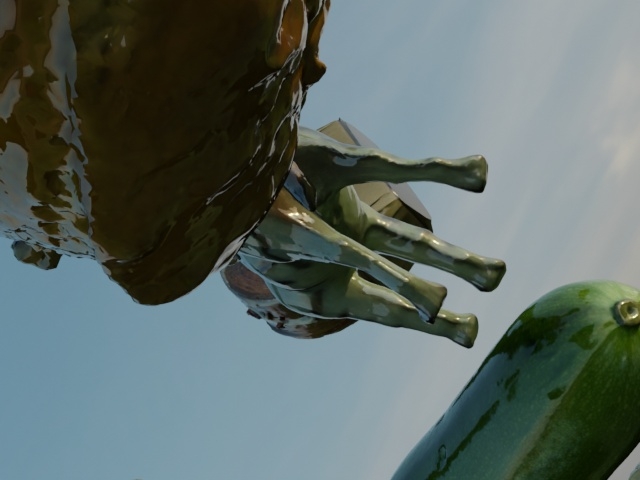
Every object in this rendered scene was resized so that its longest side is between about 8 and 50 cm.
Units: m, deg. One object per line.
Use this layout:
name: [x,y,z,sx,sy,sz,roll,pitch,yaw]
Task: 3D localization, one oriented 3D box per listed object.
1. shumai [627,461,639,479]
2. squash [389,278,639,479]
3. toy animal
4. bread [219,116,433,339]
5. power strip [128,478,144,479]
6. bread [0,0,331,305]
shumai: [0.379,0.187,0.867,0.288,0.330,0.292,96,-168,-66]
squash: [0.100,0.142,0.781,0.101,0.101,0.378,-40,-16,-40]
toy animal: [0.016,0.007,0.735,0.255,0.170,0.090,108,-178,-74]
bread: [-0.001,-0.002,1.392,0.212,0.224,0.142,-43,-45,9]
power strip: [-0.202,0.216,0.992,0.227,0.080,0.029,-6,-77,-24]
bread: [-0.070,-0.093,0.391,0.139,0.143,0.229,-26,-56,-74]
